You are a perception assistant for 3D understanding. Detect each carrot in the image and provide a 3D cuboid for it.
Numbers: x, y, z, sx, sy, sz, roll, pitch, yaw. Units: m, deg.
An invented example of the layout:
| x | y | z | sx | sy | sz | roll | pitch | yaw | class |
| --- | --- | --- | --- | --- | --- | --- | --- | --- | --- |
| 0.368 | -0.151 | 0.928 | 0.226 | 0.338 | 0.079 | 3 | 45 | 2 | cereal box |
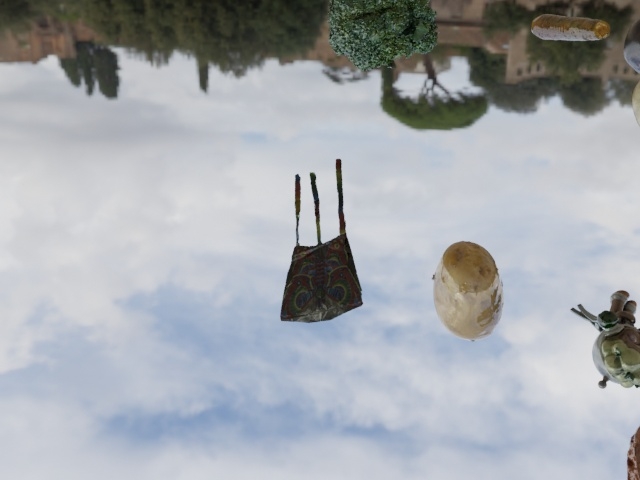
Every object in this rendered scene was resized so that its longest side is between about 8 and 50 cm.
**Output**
| x | y | z | sx | sy | sz | roll | pitch | yaw | class |
| --- | --- | --- | --- | --- | --- | --- | --- | --- | --- |
| 0.389 | -0.333 | 1.297 | 0.042 | 0.042 | 0.170 | -6 | -163 | -18 | carrot |

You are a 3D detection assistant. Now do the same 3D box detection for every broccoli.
| x | y | z | sx | sy | sz | roll | pitch | yaw | class |
| --- | --- | --- | --- | --- | --- | --- | --- | --- | --- |
| 0.097 | -0.352 | 1.292 | 0.156 | 0.195 | 0.195 | 5 | -165 | -37 | broccoli |

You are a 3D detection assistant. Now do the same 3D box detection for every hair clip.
| x | y | z | sx | sy | sz | roll | pitch | yaw | class |
| --- | --- | --- | --- | --- | --- | --- | --- | --- | --- |
| 0.585 | 0.162 | 1.794 | 0.030 | 0.039 | 0.115 | -21 | -156 | -13 | hair clip |

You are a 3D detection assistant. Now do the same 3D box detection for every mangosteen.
| x | y | z | sx | sy | sz | roll | pitch | yaw | class |
| --- | --- | --- | --- | --- | --- | --- | --- | --- | --- |
| 0.594 | -0.347 | 1.406 | 0.137 | 0.151 | 0.137 | 31 | 179 | 1 | mangosteen |

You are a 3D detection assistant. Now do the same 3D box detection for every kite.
| x | y | z | sx | sy | sz | roll | pitch | yaw | class |
| --- | --- | --- | --- | --- | --- | --- | --- | --- | --- |
| 0.000 | 0.000 | 1.395 | 0.152 | 0.285 | 0.015 | -12 | 157 | 25 | kite |

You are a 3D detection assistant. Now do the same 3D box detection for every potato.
| x | y | z | sx | sy | sz | roll | pitch | yaw | class |
| --- | --- | --- | --- | --- | --- | --- | --- | --- | --- |
| 0.224 | 0.077 | 1.261 | 0.109 | 0.178 | 0.118 | 18 | -125 | 28 | potato |

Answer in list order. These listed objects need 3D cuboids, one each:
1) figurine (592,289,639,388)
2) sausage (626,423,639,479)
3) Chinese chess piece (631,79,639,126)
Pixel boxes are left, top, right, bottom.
| x | y | z | sx | sy | sz | roll | pitch | yaw | class |
| --- | --- | --- | --- | --- | --- | --- | --- | --- | --- |
| 0.504 | 0.161 | 1.364 | 0.093 | 0.147 | 0.197 | -27 | -155 | 48 | figurine |
| 0.531 | 0.449 | 1.373 | 0.078 | 0.304 | 0.078 | 12 | 174 | 1 | sausage |
| 0.518 | -0.198 | 1.220 | 0.122 | 0.122 | 0.051 | -10 | 168 | -26 | Chinese chess piece |
